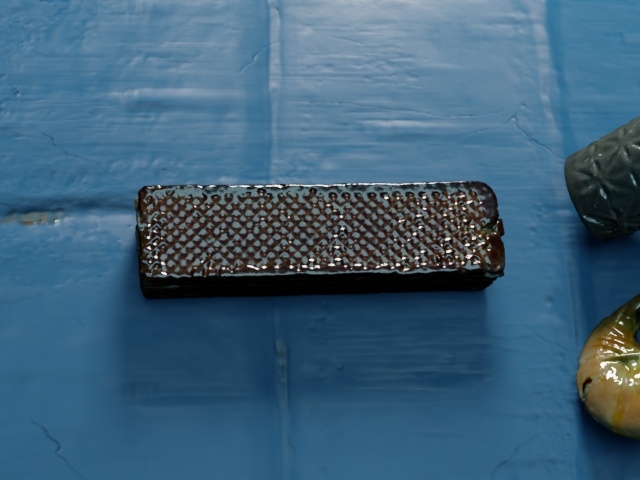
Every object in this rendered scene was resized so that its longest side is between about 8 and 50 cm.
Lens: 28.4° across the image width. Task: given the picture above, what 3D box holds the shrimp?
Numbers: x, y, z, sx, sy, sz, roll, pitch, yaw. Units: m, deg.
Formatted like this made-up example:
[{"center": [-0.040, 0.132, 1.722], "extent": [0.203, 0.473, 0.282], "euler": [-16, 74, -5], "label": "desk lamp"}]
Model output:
[{"center": [0.361, 0.097, 1.331], "extent": [0.145, 0.061, 0.267], "euler": [10, 58, 35], "label": "shrimp"}]

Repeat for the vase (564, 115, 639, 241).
[{"center": [0.415, -0.088, 1.314], "extent": [0.251, 0.301, 0.156], "euler": [60, 29, -12], "label": "vase"}]

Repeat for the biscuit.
[{"center": [0.000, 0.000, 1.335], "extent": [0.388, 0.073, 0.107], "euler": [-1, 69, -6], "label": "biscuit"}]
